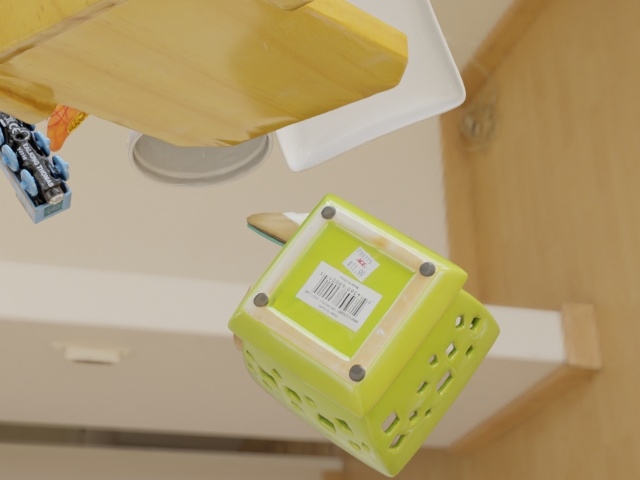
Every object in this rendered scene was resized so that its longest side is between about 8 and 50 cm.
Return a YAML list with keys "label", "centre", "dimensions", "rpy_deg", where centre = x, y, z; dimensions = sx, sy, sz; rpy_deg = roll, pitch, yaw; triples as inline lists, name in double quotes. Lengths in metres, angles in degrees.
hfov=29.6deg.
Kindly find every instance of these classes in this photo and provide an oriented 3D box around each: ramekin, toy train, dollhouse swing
- label: "ramekin"
  centre: [-0.176, -0.171, 1.728]
  dimensions: [0.207, 0.207, 0.109]
  rpy_deg: [120, 144, -56]
- label: "toy train"
  centre: [-0.441, -0.118, 1.813]
  dimensions: [0.184, 0.080, 0.105]
  rpy_deg: [54, 152, 14]
- label: "dollhouse swing"
  centre: [-0.130, -0.263, 1.074]
  dimensions: [0.347, 0.305, 0.315]
  rpy_deg: [-16, 83, 38]

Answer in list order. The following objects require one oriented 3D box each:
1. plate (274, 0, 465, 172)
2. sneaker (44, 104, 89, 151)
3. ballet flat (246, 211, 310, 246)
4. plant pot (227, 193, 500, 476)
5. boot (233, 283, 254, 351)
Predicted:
- label: "plate"
  centre: [0.035, -0.267, 1.671]
  dimensions: [0.045, 0.278, 0.277]
  rpy_deg: [-15, -96, -68]
- label: "sneaker"
  centre: [-0.489, -0.253, 2.386]
  dimensions: [0.175, 0.067, 0.064]
  rpy_deg: [-66, -22, -9]
- label: "ballet flat"
  centre: [0.000, 0.000, 1.777]
  dimensions: [0.073, 0.232, 0.080]
  rpy_deg: [-60, 22, 1]
- label: "plant pot"
  centre: [0.042, 0.096, 1.359]
  dimensions: [0.227, 0.228, 0.207]
  rpy_deg: [-52, -26, -13]
- label: "boot"
  centre: [-0.025, 0.136, 2.030]
  dimensions: [0.270, 0.089, 0.236]
  rpy_deg: [25, 117, 33]
